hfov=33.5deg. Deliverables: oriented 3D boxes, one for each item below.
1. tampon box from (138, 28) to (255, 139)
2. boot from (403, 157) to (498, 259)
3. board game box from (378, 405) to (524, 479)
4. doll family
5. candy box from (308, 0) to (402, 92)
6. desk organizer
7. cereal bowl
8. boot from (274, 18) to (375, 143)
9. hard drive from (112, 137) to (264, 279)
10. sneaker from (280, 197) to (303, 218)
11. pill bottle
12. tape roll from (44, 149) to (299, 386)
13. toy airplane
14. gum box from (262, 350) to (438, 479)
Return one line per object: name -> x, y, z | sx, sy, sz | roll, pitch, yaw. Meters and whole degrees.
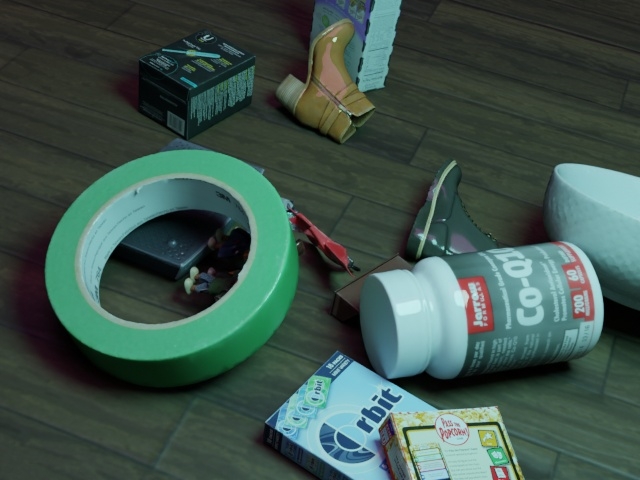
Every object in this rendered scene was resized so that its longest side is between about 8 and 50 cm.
tampon box -> -0.207, -0.264, 1.779 | 0.120, 0.101, 0.161 | 32, 45, 24
boot -> 0.218, -0.027, 1.612 | 0.137, 0.077, 0.198 | 21, 55, 7
board game box -> 0.162, 0.285, 1.206 | 0.146, 0.045, 0.194 | 1, 51, -22
doll family -> -0.097, 0.031, 1.467 | 0.111, 0.076, 0.193 | 4, 48, 25
candy box -> 0.059, -0.389, 1.899 | 0.070, 0.196, 0.165 | -18, 47, -30
desk organizer -> 0.078, 0.073, 1.480 | 0.130, 0.047, 0.050 | -29, 55, -36
cereal bowl -> 0.469, 0.012, 1.509 | 0.338, 0.141, 0.339 | 14, 18, -5
boot -> 0.036, -0.269, 1.810 | 0.152, 0.073, 0.197 | 37, 87, 20
hard drive -> -0.207, -0.047, 1.563 | 0.172, 0.054, 0.255 | 20, 42, 14
sneaker -> -0.060, -0.035, 1.587 | 0.069, 0.038, 0.098 | 9, 41, 1
pill bottle -> 0.206, 0.094, 1.388 | 0.283, 0.161, 0.161 | -7, 43, -17
tape roll -> -0.190, 0.029, 1.376 | 0.321, 0.077, 0.321 | -5, 55, 7
toy airplane -> 0.000, 0.000, 1.499 | 0.151, 0.151, 0.028 | 38, 91, 30
gum box -> 0.050, 0.232, 1.292 | 0.184, 0.041, 0.157 | 29, 45, 23
